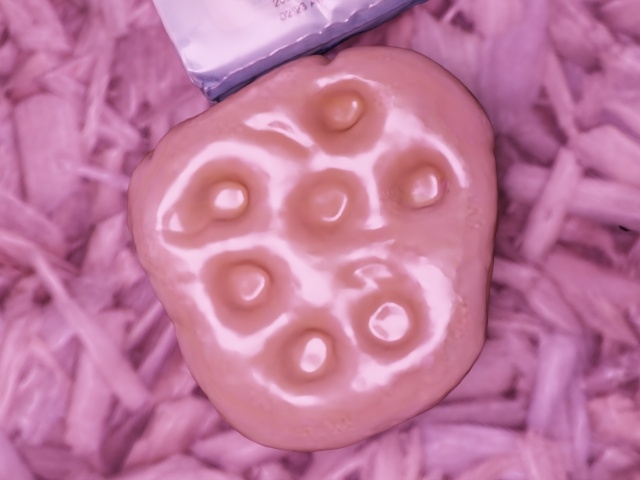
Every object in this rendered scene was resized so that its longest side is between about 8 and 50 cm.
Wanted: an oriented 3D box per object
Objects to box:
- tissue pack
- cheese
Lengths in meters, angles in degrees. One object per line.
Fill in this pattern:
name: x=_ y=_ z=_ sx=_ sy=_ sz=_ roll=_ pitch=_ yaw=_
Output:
tissue pack: x=0.013 y=-0.211 z=0.931 sx=0.263 sy=0.089 sz=0.177 roll=-26 pitch=86 yaw=2
cheese: x=0.000 y=0.000 z=0.905 sx=0.218 sy=0.117 sz=0.235 roll=28 pitch=89 yaw=3
